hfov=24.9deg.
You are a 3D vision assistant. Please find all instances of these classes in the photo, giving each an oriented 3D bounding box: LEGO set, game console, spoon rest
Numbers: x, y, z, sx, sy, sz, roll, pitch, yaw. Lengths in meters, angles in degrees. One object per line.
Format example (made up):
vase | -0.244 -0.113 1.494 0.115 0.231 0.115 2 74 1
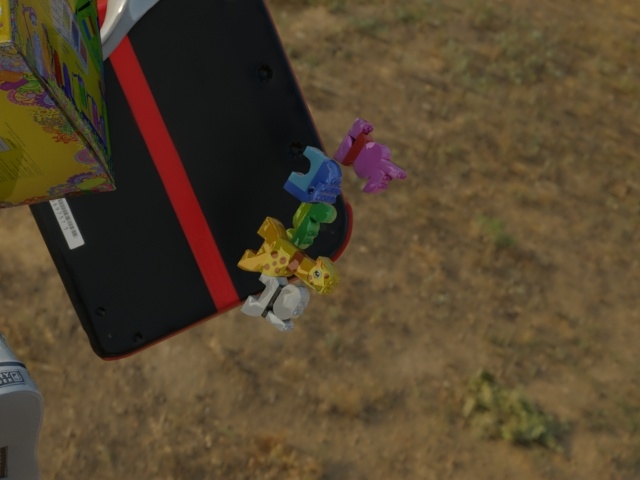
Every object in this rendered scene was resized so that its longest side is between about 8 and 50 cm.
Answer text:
LEGO set | 0.000 0.000 1.381 0.093 0.227 0.087 37 15 25
game console | -0.169 -0.097 1.650 0.342 0.386 0.060 -24 9 -7
spoon rest | -0.210 -0.251 1.491 0.276 0.137 0.084 -41 81 -22

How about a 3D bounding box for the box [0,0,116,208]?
box | -0.292 -0.203 1.162 0.177 0.290 0.279 -9 70 4

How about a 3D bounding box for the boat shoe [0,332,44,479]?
boat shoe | -0.374 0.191 1.484 0.136 0.367 0.156 -17 61 -26
